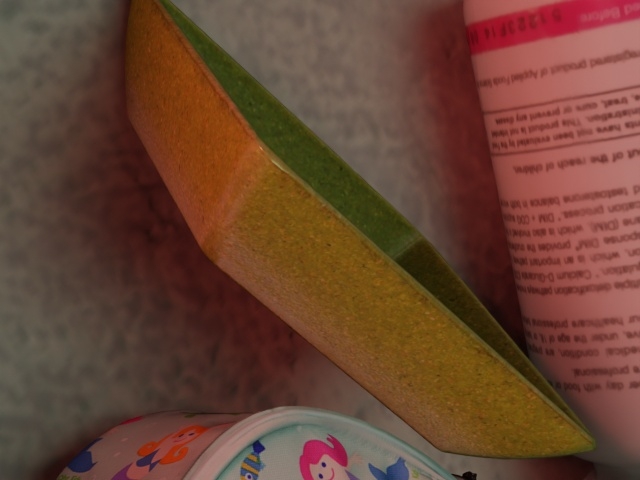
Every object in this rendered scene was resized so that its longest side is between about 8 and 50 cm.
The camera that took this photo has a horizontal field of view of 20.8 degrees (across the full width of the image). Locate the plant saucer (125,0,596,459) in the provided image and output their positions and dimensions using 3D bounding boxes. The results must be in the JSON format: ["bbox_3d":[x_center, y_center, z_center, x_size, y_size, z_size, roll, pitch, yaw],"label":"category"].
[{"bbox_3d":[0.000,0.000,0.662,0.045,0.188,0.188,-46,120,6],"label":"plant saucer"}]

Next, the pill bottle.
[{"bbox_3d":[0.167,0.009,0.789,0.160,0.160,0.283,-15,95,-41],"label":"pill bottle"}]

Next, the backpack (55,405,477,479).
[{"bbox_3d":[0.004,0.180,0.626,0.253,0.191,0.225,35,65,-28],"label":"backpack"}]
